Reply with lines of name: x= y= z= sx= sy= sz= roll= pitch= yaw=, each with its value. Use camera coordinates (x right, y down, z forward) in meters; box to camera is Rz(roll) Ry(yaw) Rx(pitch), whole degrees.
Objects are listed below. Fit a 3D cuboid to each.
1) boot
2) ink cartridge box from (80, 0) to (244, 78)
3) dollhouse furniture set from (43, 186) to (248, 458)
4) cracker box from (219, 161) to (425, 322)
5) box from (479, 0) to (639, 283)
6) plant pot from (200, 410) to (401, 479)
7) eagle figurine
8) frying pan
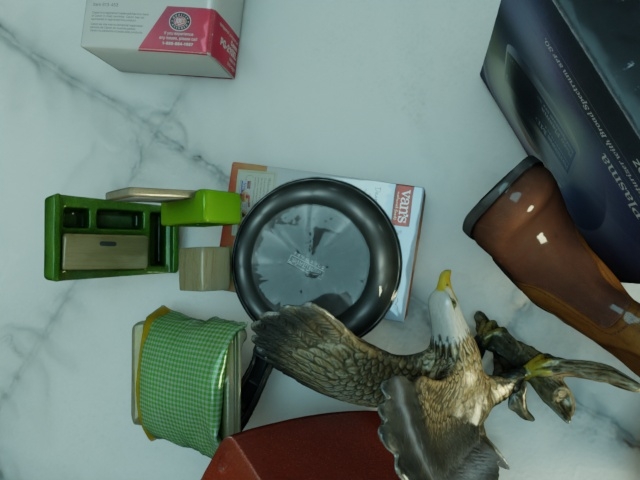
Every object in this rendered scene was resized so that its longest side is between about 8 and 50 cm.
boot: x=0.260 y=0.068 z=0.492 sx=0.096 sy=0.264 sz=0.280 roll=-41 pitch=60 yaw=-2
ink cartridge box: x=-0.188 y=-0.340 z=0.710 sx=0.172 sy=0.100 sz=0.237 roll=7 pitch=89 yaw=10
dollhouse furniture set: x=-0.198 y=0.098 z=0.622 sx=0.197 sy=0.151 sz=0.302 roll=-2 pitch=87 yaw=47
cracker box: x=0.000 y=0.000 z=0.675 sx=0.232 sy=0.067 sz=0.156 roll=9 pitch=90 yaw=11
box: x=0.304 y=-0.121 z=0.512 sx=0.182 sy=0.294 sz=0.296 roll=-29 pitch=82 yaw=9
plant pot: x=0.000 y=0.318 z=0.512 sx=0.267 sy=0.235 sz=0.267 roll=32 pitch=93 yaw=53
eagle figurine: x=0.103 y=0.140 z=0.540 sx=0.298 sy=0.226 sz=0.225 roll=-11 pitch=70 yaw=-34
frying pan: x=-0.057 y=0.067 z=0.630 sx=0.326 sy=0.053 sz=0.197 roll=-41 pitch=82 yaw=6
